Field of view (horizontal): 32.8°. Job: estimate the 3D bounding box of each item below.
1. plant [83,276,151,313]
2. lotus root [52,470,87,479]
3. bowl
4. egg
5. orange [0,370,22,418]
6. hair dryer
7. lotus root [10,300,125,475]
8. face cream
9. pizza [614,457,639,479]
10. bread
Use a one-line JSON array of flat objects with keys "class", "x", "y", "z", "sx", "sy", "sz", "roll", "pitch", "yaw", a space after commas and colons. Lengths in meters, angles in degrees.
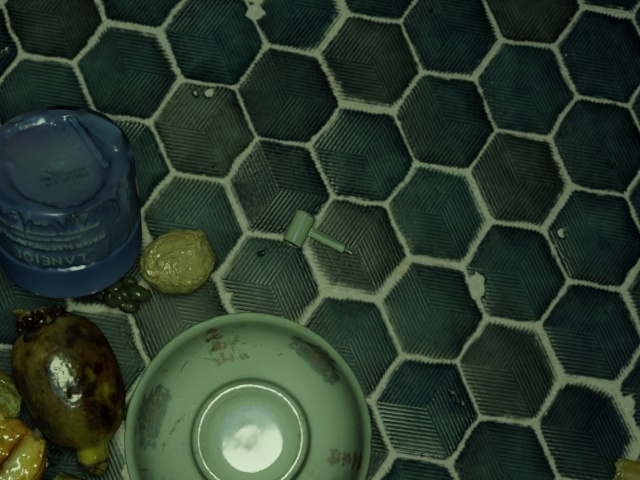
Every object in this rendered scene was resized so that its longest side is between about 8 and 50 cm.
[{"class": "plant", "x": -0.378, "y": 0.073, "z": 1.877, "sx": 0.174, "sy": 0.087, "sz": 0.085, "roll": 28, "pitch": 115, "yaw": -2}, {"class": "lotus root", "x": -0.334, "y": 0.529, "z": 1.715, "sx": 0.346, "sy": 0.250, "sz": 0.250, "roll": 29, "pitch": 80, "yaw": -4}, {"class": "bowl", "x": -0.116, "y": 0.326, "z": 1.791, "sx": 0.435, "sy": 0.196, "sz": 0.435, "roll": 1, "pitch": 81, "yaw": -4}, {"class": "egg", "x": -0.244, "y": 0.036, "z": 1.872, "sx": 0.140, "sy": 0.116, "sz": 0.118, "roll": -20, "pitch": 77, "yaw": -33}, {"class": "orange", "x": -0.564, "y": 0.281, "z": 1.794, "sx": 0.156, "sy": 0.156, "sz": 0.134, "roll": -9, "pitch": 123, "yaw": -6}, {"class": "hair dryer", "x": 0.000, "y": 0.000, "z": 1.940, "sx": 0.124, "sy": 0.038, "sz": 0.063, "roll": 27, "pitch": 81, "yaw": -7}, {"class": "lotus root", "x": -0.409, "y": 0.237, "z": 1.802, "sx": 0.169, "sy": 0.141, "sz": 0.314, "roll": -22, "pitch": 88, "yaw": -47}, {"class": "face cream", "x": -0.422, "y": -0.066, "z": 1.779, "sx": 0.249, "sy": 0.225, "sz": 0.249, "roll": 1, "pitch": 51, "yaw": -2}, {"class": "pizza", "x": 0.611, "y": 0.535, "z": 1.867, "sx": 0.182, "sy": 0.074, "sz": 0.365, "roll": -28, "pitch": 83, "yaw": -17}, {"class": "bread", "x": -0.529, "y": 0.400, "z": 1.673, "sx": 0.149, "sy": 0.344, "sz": 0.195, "roll": 43, "pitch": 49, "yaw": 3}]
